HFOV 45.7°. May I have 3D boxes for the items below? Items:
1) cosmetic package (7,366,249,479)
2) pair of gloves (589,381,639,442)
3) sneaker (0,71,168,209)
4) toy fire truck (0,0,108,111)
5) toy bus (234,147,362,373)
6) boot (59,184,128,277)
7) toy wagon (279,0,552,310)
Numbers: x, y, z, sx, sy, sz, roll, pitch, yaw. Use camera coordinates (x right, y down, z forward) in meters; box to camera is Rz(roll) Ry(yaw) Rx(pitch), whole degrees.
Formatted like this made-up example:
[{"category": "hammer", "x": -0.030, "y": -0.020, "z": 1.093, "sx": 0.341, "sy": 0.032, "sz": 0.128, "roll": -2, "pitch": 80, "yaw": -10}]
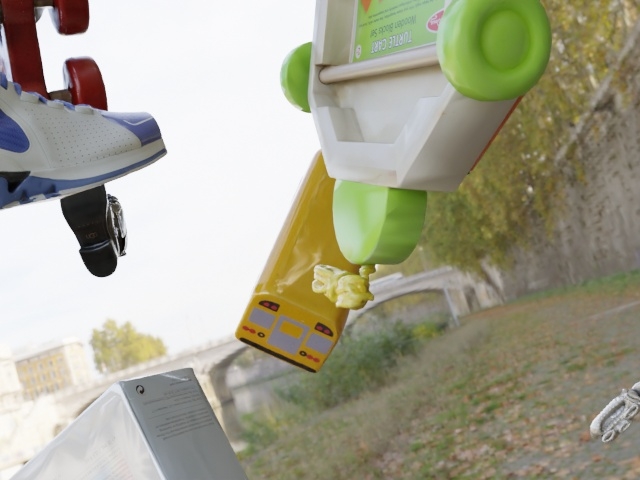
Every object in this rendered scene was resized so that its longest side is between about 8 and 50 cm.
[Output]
[{"category": "cosmetic package", "x": -0.194, "y": 0.334, "z": 0.683, "sx": 0.377, "sy": 0.285, "sz": 0.097, "roll": -40, "pitch": -22, "yaw": 27}, {"category": "pair of gloves", "x": 0.479, "y": 0.198, "z": 1.097, "sx": 0.240, "sy": 0.042, "sz": 0.204, "roll": -50, "pitch": -20, "yaw": 13}, {"category": "sneaker", "x": -0.311, "y": -0.120, "z": 0.741, "sx": 0.315, "sy": 0.182, "sz": 0.127, "roll": -23, "pitch": 11, "yaw": -40}, {"category": "toy fire truck", "x": -0.405, "y": -0.257, "z": 0.994, "sx": 0.169, "sy": 0.302, "sz": 0.254, "roll": -15, "pitch": 24, "yaw": -26}, {"category": "toy bus", "x": 0.000, "y": 0.000, "z": 0.924, "sx": 0.333, "sy": 0.108, "sz": 0.130, "roll": -69, "pitch": 3, "yaw": -46}, {"category": "boot", "x": -0.466, "y": -0.059, "z": 1.601, "sx": 0.091, "sy": 0.263, "sz": 0.229, "roll": -7, "pitch": 18, "yaw": -3}, {"category": "toy wagon", "x": 0.046, "y": -0.128, "z": 0.473, "sx": 0.068, "sy": 0.345, "sz": 0.267, "roll": 2, "pitch": 7, "yaw": -21}]
